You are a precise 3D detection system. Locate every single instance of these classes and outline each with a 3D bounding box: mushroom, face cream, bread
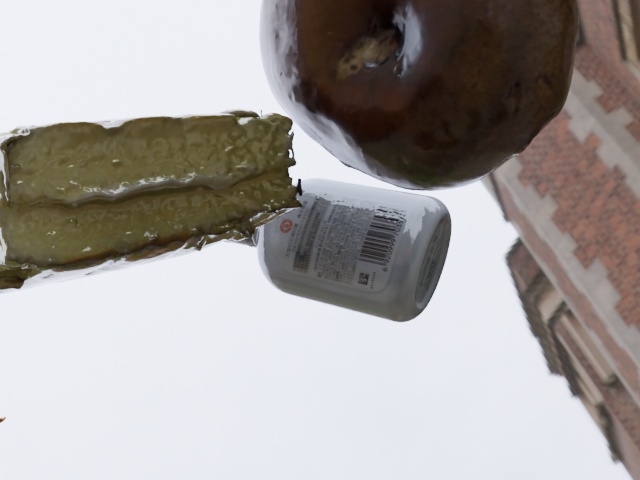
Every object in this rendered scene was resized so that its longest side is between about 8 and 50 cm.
[{"bbox_3d":[0.077,-0.174,0.818,0.267,0.254,0.267,7,-65,15],"label":"mushroom"},{"bbox_3d":[0.000,0.000,1.158,0.071,0.291,0.143,35,-110,-54],"label":"face cream"},{"bbox_3d":[-0.170,-0.029,0.766,0.239,0.111,0.246,-14,3,-39],"label":"bread"}]

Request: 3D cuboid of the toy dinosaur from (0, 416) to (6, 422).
[{"bbox_3d":[-0.562,0.238,1.340,0.288,0.117,0.070,-19,-16,-10],"label":"toy dinosaur"}]
